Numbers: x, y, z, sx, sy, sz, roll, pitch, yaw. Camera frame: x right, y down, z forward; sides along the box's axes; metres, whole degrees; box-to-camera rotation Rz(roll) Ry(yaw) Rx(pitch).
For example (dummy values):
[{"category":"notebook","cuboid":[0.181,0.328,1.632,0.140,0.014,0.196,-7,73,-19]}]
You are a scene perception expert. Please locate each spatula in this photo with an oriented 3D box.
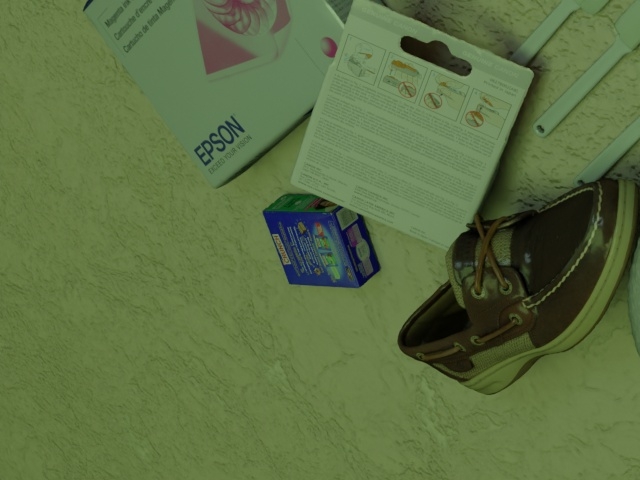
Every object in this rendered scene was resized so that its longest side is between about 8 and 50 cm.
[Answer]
[{"category":"spatula","cuboid":[0.240,-0.143,1.609,0.168,0.019,0.242,47,142,6]}]

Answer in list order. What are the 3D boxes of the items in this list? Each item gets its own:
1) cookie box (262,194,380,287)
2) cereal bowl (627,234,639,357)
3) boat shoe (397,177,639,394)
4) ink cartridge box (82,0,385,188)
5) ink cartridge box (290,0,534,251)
[{"category":"cookie box","cuboid":[0.000,0.000,1.954,0.107,0.040,0.092,2,120,45]},{"category":"cereal bowl","cuboid":[0.390,0.085,1.532,0.339,0.141,0.339,26,134,31]},{"category":"boat shoe","cuboid":[0.171,0.038,1.710,0.123,0.123,0.342,18,151,-14]},{"category":"ink cartridge box","cuboid":[-0.113,-0.252,1.856,0.330,0.071,0.324,52,143,0]},{"category":"ink cartridge box","cuboid":[0.087,-0.112,1.731,0.181,0.056,0.225,24,126,5]}]
